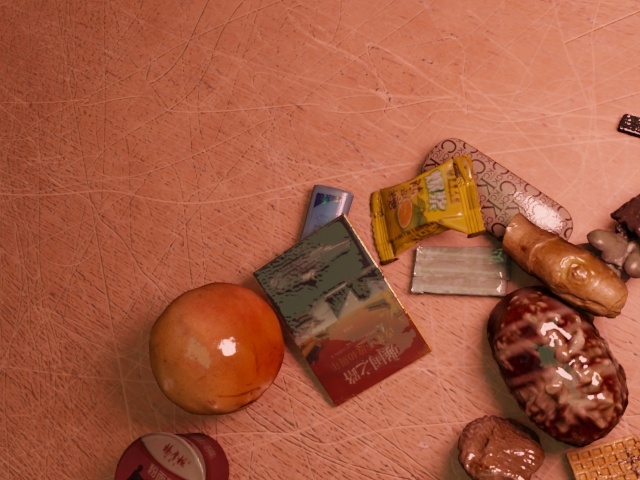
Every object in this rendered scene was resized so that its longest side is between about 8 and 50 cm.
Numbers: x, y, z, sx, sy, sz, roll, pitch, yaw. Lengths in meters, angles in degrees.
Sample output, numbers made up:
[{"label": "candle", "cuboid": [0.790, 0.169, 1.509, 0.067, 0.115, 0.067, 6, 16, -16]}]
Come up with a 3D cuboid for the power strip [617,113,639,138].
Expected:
[{"label": "power strip", "cuboid": [0.691, -0.235, 1.322, 0.111, 0.029, 0.038, 23, 89, 17]}]

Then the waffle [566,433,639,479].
[{"label": "waffle", "cuboid": [0.572, 0.448, 1.227, 0.148, 0.042, 0.102, -20, 40, 15]}]

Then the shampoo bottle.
[{"label": "shampoo bottle", "cuboid": [0.000, 0.000, 1.494, 0.104, 0.061, 0.258, 14, 87, 19]}]

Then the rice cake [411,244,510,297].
[{"label": "rice cake", "cuboid": [0.315, 0.069, 1.393, 0.211, 0.038, 0.124, 6, 84, 19]}]

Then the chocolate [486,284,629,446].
[{"label": "chocolate", "cuboid": [0.466, 0.249, 1.230, 0.225, 0.210, 0.340, -29, 74, 14]}]

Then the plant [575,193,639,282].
[{"label": "plant", "cuboid": [0.618, 0.011, 1.243, 0.274, 0.149, 0.146, -41, 28, 23]}]

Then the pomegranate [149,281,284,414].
[{"label": "pomegranate", "cuboid": [-0.242, 0.238, 1.424, 0.319, 0.319, 0.319, -3, 81, 17]}]

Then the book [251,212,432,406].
[{"label": "book", "cuboid": [0.045, 0.160, 1.434, 0.262, 0.028, 0.374, -33, 86, 9]}]

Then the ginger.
[{"label": "ginger", "cuboid": [0.472, 0.051, 1.211, 0.263, 0.116, 0.109, 41, 139, 28]}]

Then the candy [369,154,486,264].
[{"label": "candy", "cuboid": [0.222, -0.062, 1.374, 0.297, 0.081, 0.187, -22, 71, 43]}]

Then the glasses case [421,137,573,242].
[{"label": "glasses case", "cuboid": [0.381, -0.092, 1.369, 0.355, 0.085, 0.137, 38, 100, 19]}]

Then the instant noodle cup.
[{"label": "instant noodle cup", "cuboid": [-0.333, 0.554, 1.457, 0.235, 0.178, 0.234, -2, 82, 17]}]

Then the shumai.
[{"label": "shumai", "cuboid": [0.356, 0.467, 1.257, 0.166, 0.206, 0.175, 11, 107, 25]}]
